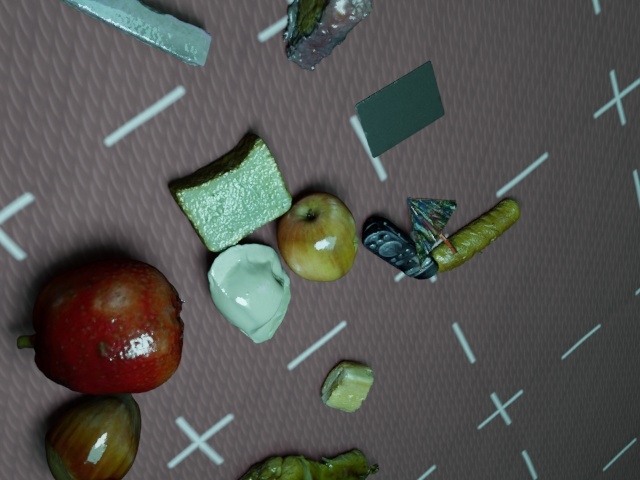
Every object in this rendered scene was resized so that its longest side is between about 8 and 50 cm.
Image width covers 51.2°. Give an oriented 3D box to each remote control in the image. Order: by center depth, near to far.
[{"bbox_3d":[0.196,0.020,1.628,0.090,0.066,0.266,-29,137,30],"label":"remote control"}]

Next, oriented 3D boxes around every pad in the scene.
[{"bbox_3d":[0.183,-0.294,1.509,0.211,0.003,0.143,-32,124,-13],"label":"pad"}]

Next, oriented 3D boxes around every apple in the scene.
[{"bbox_3d":[0.000,0.000,1.444,0.199,0.199,0.199,-12,117,-24],"label":"apple"}]

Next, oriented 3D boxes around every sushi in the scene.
[{"bbox_3d":[0.021,-0.434,1.256,0.107,0.161,0.241,7,108,-33],"label":"sushi"}]

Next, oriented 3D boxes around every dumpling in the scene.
[{"bbox_3d":[-0.144,0.096,1.434,0.179,0.131,0.252,-49,128,-20],"label":"dumpling"}]

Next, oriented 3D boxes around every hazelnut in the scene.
[{"bbox_3d":[-0.466,0.409,1.373,0.186,0.210,0.210,-9,118,0],"label":"hazelnut"}]

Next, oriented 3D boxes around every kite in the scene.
[{"bbox_3d":[0.269,-0.030,1.628,0.189,0.009,0.232,45,60,-12],"label":"kite"}]

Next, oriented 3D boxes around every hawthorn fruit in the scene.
[{"bbox_3d":[-0.406,0.162,1.244,0.307,0.265,0.265,-3,115,-7],"label":"hawthorn fruit"}]

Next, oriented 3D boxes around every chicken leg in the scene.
[{"bbox_3d":[-0.030,0.631,1.745,0.429,0.153,0.201,-2,125,-36],"label":"chicken leg"}]

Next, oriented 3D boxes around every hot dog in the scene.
[{"bbox_3d":[0.404,-0.013,1.730,0.286,0.061,0.088,-39,114,-10],"label":"hot dog"}]

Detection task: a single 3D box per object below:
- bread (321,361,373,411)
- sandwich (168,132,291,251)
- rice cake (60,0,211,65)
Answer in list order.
[{"bbox_3d":[0.068,0.366,1.703,0.106,0.082,0.125,25,109,-25],"label":"bread"},{"bbox_3d":[-0.178,-0.093,1.361,0.214,0.065,0.186,-32,124,-12],"label":"sandwich"},{"bbox_3d":[-0.363,-0.402,1.117,0.399,0.064,0.070,21,91,-35],"label":"rice cake"}]
